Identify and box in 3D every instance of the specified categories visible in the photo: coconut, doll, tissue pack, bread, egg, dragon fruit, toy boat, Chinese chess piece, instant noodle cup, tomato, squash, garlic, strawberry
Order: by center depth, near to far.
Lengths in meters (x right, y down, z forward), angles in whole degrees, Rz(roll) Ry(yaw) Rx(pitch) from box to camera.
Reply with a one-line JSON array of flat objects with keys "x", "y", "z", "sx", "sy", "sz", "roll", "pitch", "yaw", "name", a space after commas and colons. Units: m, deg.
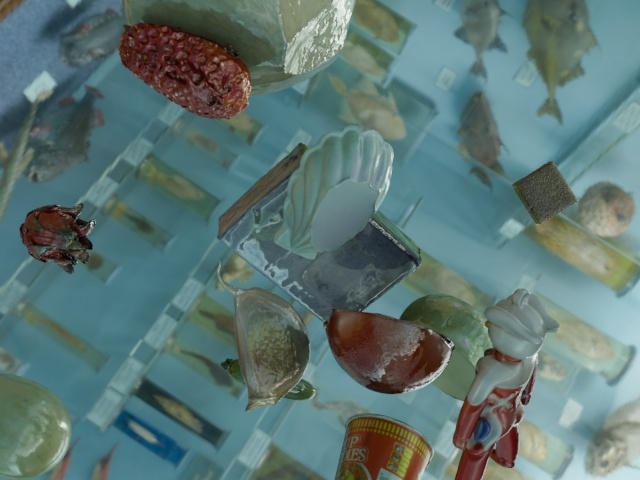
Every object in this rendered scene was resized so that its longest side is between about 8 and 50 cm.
[{"x": -0.184, "y": -0.213, "z": 0.959, "sx": 0.121, "sy": 0.188, "sz": 0.082, "roll": 117, "pitch": -10, "yaw": -57, "name": "strawberry"}, {"x": -0.109, "y": -0.398, "z": 1.074, "sx": 0.345, "sy": 0.415, "sz": 0.415, "roll": -57, "pitch": 178, "yaw": 40, "name": "coconut"}, {"x": 0.281, "y": 0.241, "z": 1.134, "sx": 0.188, "sy": 0.099, "sz": 0.384, "roll": -22, "pitch": 130, "yaw": -40, "name": "doll"}, {"x": 0.105, "y": 0.198, "z": 1.233, "sx": 0.199, "sy": 0.228, "sz": 0.112, "roll": 47, "pitch": 53, "yaw": -55, "name": "tomato"}, {"x": -0.098, "y": 0.153, "z": 1.297, "sx": 0.128, "sy": 0.267, "sz": 0.148, "roll": -22, "pitch": 174, "yaw": 9, "name": "garlic"}, {"x": 0.103, "y": 0.472, "z": 1.383, "sx": 0.212, "sy": 0.193, "sz": 0.193, "roll": -64, "pitch": -178, "yaw": -37, "name": "instant noodle cup"}, {"x": 0.427, "y": -0.090, "z": 1.384, "sx": 0.090, "sy": 0.094, "sz": 0.035, "roll": -32, "pitch": 179, "yaw": -3, "name": "bread"}, {"x": 0.033, "y": -0.077, "z": 1.393, "sx": 0.290, "sy": 0.199, "sz": 0.100, "roll": -53, "pitch": -149, "yaw": 19, "name": "toy boat"}, {"x": -0.542, "y": -0.010, "z": 1.486, "sx": 0.121, "sy": 0.142, "sz": 0.130, "roll": -68, "pitch": 150, "yaw": -41, "name": "dragon fruit"}, {"x": 0.274, "y": 0.224, "z": 1.515, "sx": 0.101, "sy": 0.250, "sz": 0.250, "roll": -44, "pitch": 172, "yaw": -25, "name": "Chinese chess piece"}, {"x": 0.000, "y": 0.000, "z": 1.672, "sx": 0.288, "sy": 0.394, "sz": 0.124, "roll": -39, "pitch": -153, "yaw": 21, "name": "tissue pack"}, {"x": -0.731, "y": 0.430, "z": 1.717, "sx": 0.218, "sy": 0.295, "sz": 0.218, "roll": -50, "pitch": -175, "yaw": 6, "name": "egg"}, {"x": -0.131, "y": 0.355, "z": 1.845, "sx": 0.069, "sy": 0.258, "sz": 0.069, "roll": -160, "pitch": -90, "yaw": -80, "name": "squash"}]
